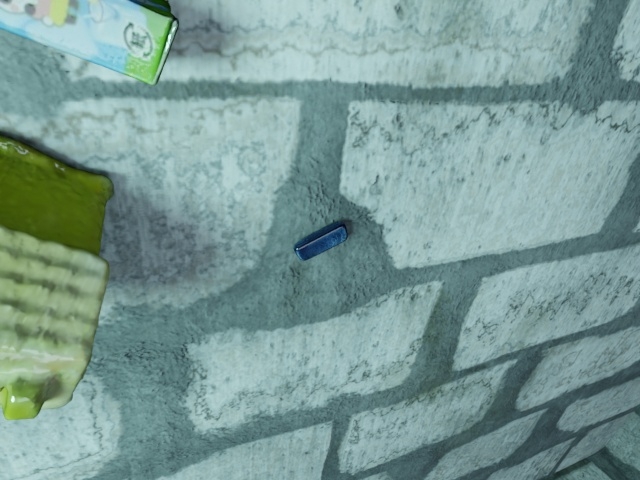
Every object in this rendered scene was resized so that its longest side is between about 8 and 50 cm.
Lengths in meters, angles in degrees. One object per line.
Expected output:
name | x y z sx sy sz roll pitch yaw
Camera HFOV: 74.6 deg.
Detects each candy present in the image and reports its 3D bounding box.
candy | -0.218 -0.195 0.325 0.194 0.097 0.062 12 119 -32

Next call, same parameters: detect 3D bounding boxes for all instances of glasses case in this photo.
glasses case | 0.000 0.000 0.618 0.083 0.023 0.034 -27 135 -6

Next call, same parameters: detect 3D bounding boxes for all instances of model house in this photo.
model house | -0.292 0.029 0.353 0.193 0.234 0.175 23 110 -38
